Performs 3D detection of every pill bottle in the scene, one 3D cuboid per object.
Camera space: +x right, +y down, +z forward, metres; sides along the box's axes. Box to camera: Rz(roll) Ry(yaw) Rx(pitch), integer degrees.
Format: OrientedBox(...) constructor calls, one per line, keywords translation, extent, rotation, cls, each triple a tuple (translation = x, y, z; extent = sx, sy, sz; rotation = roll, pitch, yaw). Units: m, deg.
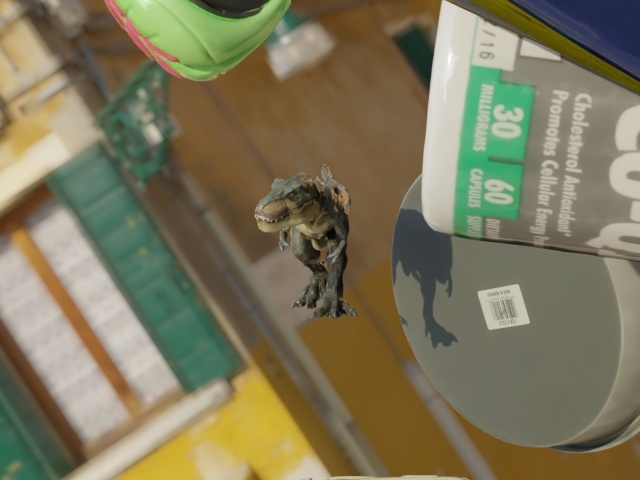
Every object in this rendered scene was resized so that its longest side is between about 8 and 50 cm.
OrientedBox(translation=(0.254, -0.080, 1.157), extent=(0.361, 0.204, 0.204), rotation=(8, 6, 8), cls="pill bottle")

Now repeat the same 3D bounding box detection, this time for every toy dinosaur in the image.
OrientedBox(translation=(0.000, 0.000, 1.509), extent=(0.064, 0.118, 0.268), rotation=(-2, 4, 8), cls="toy dinosaur")

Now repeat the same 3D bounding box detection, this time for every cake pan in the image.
OrientedBox(translation=(0.166, 0.043, 1.540), extent=(0.054, 0.293, 0.293), rotation=(-20, -10, -40), cls="cake pan")

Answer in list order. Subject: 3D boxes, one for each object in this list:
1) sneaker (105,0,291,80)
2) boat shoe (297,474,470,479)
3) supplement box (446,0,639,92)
OrientedBox(translation=(-0.172, -0.358, 1.627), extent=(0.202, 0.483, 0.185), rotation=(-35, -12, -4), cls="sneaker")
OrientedBox(translation=(0.018, 0.148, 1.011), extent=(0.153, 0.048, 0.056), rotation=(-1, 44, 26), cls="boat shoe")
OrientedBox(translation=(0.096, -0.203, 0.835), extent=(0.195, 0.194, 0.356), rotation=(-60, 29, 6), cls="supplement box")
